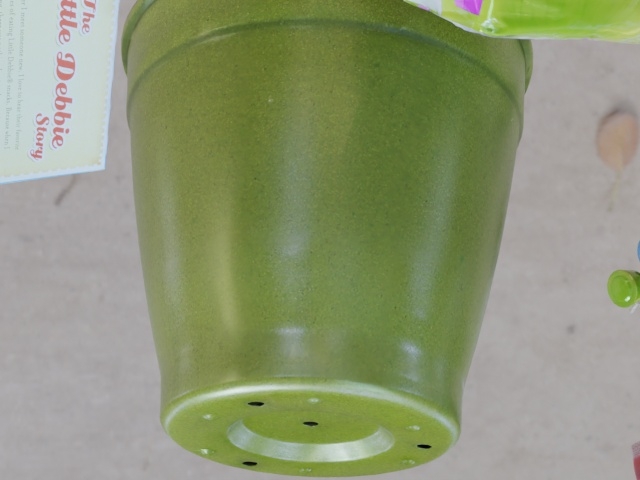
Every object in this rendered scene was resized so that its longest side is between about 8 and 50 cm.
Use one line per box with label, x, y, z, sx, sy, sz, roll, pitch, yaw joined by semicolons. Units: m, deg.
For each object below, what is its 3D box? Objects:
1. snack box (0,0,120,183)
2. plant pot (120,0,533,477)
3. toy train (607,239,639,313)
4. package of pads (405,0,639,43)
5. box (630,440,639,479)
snack box;-0.207;-0.173;0.755;0.187;0.060;0.322;-10;131;-27
plant pot;0.000;0.000;1.104;0.366;0.353;0.366;2;154;1
toy train;0.414;0.053;1.647;0.143;0.105;0.248;-13;156;-33
package of pads;0.201;-0.253;0.934;0.296;0.101;0.229;-8;118;-41
box;0.474;0.228;1.305;0.154;0.142;0.300;21;140;-29
